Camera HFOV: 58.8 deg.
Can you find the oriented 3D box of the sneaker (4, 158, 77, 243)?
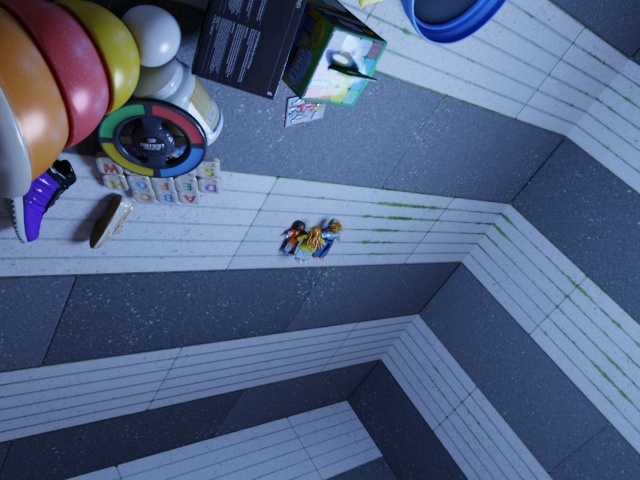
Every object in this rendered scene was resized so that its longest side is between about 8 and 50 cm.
[{"bbox_3d":[-0.617,-0.114,1.261,0.146,0.102,0.293,-14,141,-33],"label":"sneaker"}]

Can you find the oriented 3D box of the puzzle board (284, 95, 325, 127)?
[{"bbox_3d":[-0.039,-0.368,1.589,0.128,0.011,0.096,-20,144,-25],"label":"puzzle board"}]

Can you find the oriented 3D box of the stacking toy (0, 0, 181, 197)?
[{"bbox_3d":[-0.462,-0.324,1.042,0.480,0.350,0.351,-38,154,-37],"label":"stacking toy"}]

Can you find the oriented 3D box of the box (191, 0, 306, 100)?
[{"bbox_3d":[-0.147,-0.452,1.184,0.184,0.103,0.261,15,113,-18],"label":"box"}]

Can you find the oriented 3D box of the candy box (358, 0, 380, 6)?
[{"bbox_3d":[0.184,-0.638,1.356,0.205,0.027,0.105,-13,138,7],"label":"candy box"}]

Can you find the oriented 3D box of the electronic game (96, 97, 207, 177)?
[{"bbox_3d":[-0.358,-0.213,1.215,0.229,0.048,0.229,-2,145,-1],"label":"electronic game"}]

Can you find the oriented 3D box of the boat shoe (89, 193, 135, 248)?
[{"bbox_3d":[-0.537,-0.041,1.470,0.059,0.063,0.170,20,116,-47],"label":"boat shoe"}]

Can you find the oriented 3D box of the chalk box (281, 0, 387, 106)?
[{"bbox_3d":[0.014,-0.427,1.300,0.180,0.289,0.179,-2,134,-42],"label":"chalk box"}]

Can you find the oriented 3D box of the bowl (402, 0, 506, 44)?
[{"bbox_3d":[0.379,-0.714,1.494,0.391,0.077,0.391,-25,146,-18],"label":"bowl"}]

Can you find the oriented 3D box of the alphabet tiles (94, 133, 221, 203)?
[{"bbox_3d":[-0.383,-0.160,1.365,0.284,0.021,0.278,1,153,-8],"label":"alphabet tiles"}]

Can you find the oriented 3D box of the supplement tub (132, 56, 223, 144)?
[{"bbox_3d":[-0.320,-0.307,1.264,0.144,0.144,0.200,-37,148,-1],"label":"supplement tub"}]

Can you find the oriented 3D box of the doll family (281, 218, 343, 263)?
[{"bbox_3d":[0.000,0.000,1.996,0.262,0.118,0.163,-5,136,-41],"label":"doll family"}]
